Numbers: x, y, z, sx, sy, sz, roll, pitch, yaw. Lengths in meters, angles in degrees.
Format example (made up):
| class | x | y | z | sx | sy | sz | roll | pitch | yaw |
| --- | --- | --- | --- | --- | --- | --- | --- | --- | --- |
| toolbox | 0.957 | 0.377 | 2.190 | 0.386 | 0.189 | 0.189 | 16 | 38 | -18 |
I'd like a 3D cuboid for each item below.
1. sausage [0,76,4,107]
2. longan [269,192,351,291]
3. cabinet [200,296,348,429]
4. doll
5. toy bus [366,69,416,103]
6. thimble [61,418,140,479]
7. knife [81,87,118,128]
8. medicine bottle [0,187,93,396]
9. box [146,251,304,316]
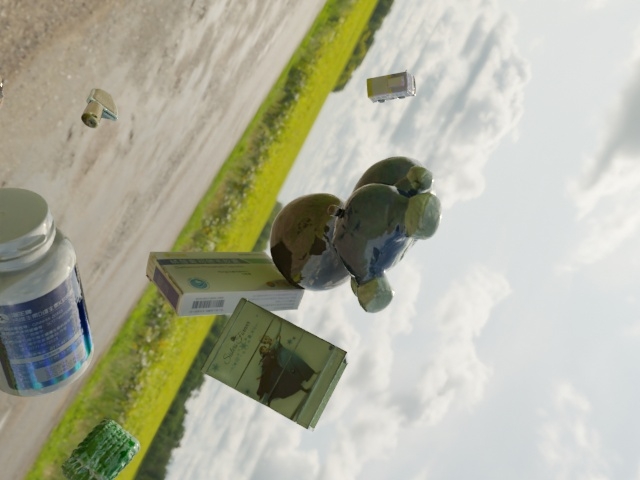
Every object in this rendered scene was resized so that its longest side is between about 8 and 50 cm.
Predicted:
| class | x | y | z | sx | sy | sz | roll | pitch | yaw |
| --- | --- | --- | --- | --- | --- | --- | --- | --- | --- |
| sausage | -0.608 | -0.222 | 1.015 | 0.252 | 0.123 | 0.123 | -31 | 158 | -49 |
| longan | 0.000 | 0.000 | 1.708 | 0.258 | 0.258 | 0.258 | -62 | -176 | 8 |
| cabinet | -0.074 | 0.222 | 1.227 | 0.145 | 0.206 | 0.150 | -61 | 168 | -14 |
| doll | 0.104 | -0.028 | 1.071 | 0.228 | 0.154 | 0.258 | -64 | 169 | 23 |
| toy bus | 0.156 | -0.341 | 1.542 | 0.058 | 0.102 | 0.052 | 12 | 74 | -66 |
| thimble | -0.393 | 0.391 | 1.244 | 0.118 | 0.090 | 0.130 | -49 | 178 | 7 |
| knife | -0.392 | -0.232 | 1.243 | 0.027 | 0.061 | 0.343 | -51 | -156 | 7 |
| medicine bottle | -0.279 | 0.050 | 0.652 | 0.107 | 0.106 | 0.192 | -68 | 167 | -49 |
| box | -0.232 | 0.101 | 1.713 | 0.200 | 0.343 | 0.065 | 41 | -60 | 43 |
